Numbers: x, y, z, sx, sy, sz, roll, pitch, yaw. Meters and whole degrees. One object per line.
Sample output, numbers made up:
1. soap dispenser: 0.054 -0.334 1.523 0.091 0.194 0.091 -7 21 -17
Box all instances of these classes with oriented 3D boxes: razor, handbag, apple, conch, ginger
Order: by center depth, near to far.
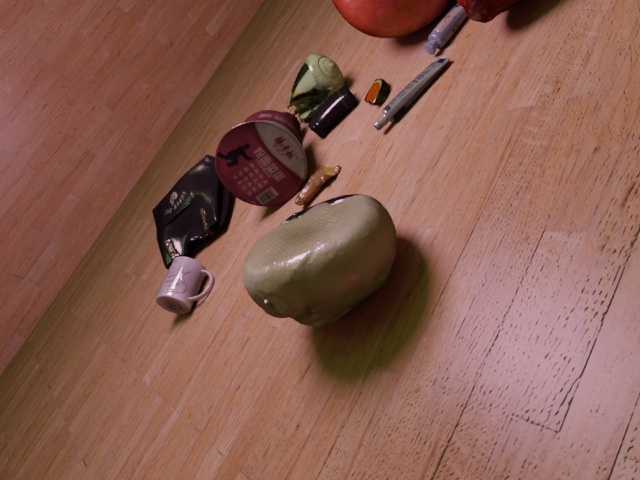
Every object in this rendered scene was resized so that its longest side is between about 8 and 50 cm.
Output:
1. ginger: -0.011 -0.139 1.332 0.137 0.044 0.057 -46 46 14
2. apple: 0.177 -0.693 1.380 0.364 0.364 0.363 -37 31 27
3. razor: 0.029 -0.349 1.504 0.148 0.054 0.090 -43 25 16
4. conch: -0.027 -0.425 1.613 0.137 0.143 0.250 -20 -21 -50
5. handbag: -0.409 -0.072 1.756 0.342 0.152 0.288 -41 41 20

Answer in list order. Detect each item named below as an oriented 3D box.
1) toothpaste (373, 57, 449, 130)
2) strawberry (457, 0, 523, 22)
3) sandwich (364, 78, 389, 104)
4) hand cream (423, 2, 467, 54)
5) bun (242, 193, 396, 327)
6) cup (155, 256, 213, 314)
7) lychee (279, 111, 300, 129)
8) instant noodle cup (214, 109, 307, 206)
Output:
1. toothpaste: 0.201 -0.330 1.245 0.216 0.037 0.062 -46 28 3
2. strawberry: 0.376 -0.606 1.073 0.292 0.292 0.309 -26 63 40
3. sandwich: 0.142 -0.371 1.394 0.069 0.026 0.101 -52 24 9
4. hand cream: 0.302 -0.505 1.291 0.170 0.043 0.065 -52 27 -6
5. bun: 0.013 0.048 0.952 0.283 0.179 0.283 -27 20 11
6. cup: -0.365 0.116 1.498 0.136 0.099 0.133 -23 38 44
7. lychee: -0.118 -0.315 1.624 0.129 0.123 0.123 -36 25 -13
8. instant noodle cup: -0.144 -0.232 1.462 0.235 0.235 0.178 -39 22 24
